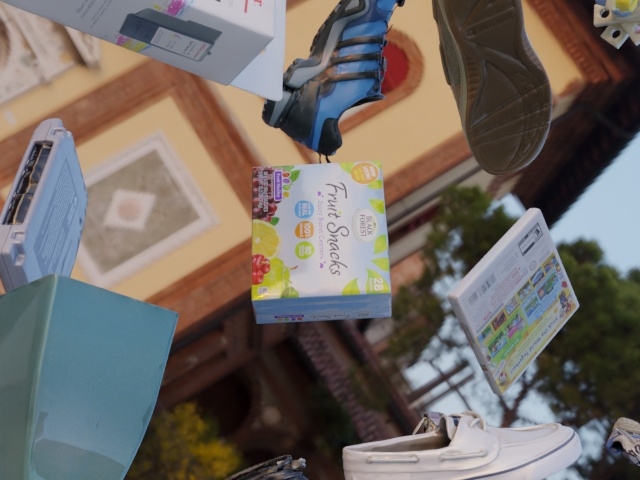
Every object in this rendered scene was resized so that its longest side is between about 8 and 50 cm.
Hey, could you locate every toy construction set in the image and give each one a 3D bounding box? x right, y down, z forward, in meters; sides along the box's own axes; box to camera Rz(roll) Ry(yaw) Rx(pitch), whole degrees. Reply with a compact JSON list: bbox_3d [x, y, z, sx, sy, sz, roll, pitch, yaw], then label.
[{"bbox_3d":[0.473,-0.388,1.616,0.151,0.215,0.328,23,2,19],"label":"toy construction set"}]

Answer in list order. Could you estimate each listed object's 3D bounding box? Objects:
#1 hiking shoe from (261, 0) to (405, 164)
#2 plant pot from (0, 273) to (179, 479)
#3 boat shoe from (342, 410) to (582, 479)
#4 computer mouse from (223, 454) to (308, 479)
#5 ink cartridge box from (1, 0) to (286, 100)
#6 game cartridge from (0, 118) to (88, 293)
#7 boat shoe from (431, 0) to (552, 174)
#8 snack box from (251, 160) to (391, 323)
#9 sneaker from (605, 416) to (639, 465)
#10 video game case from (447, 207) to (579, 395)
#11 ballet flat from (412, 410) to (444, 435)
[{"bbox_3d":[0.048,-0.255,1.565,0.132,0.304,0.113,38,-2,-6],"label":"hiking shoe"},{"bbox_3d":[-0.293,0.185,1.289,0.166,0.234,0.166,22,-24,-33],"label":"plant pot"},{"bbox_3d":[0.150,0.224,1.187,0.095,0.258,0.084,-167,-116,-79],"label":"boat shoe"},{"bbox_3d":[-0.067,0.308,1.096,0.272,0.189,0.072,64,0,-42],"label":"computer mouse"},{"bbox_3d":[-0.164,-0.315,1.271,0.119,0.354,0.207,-36,-135,48],"label":"ink cartridge box"},{"bbox_3d":[-0.417,-0.018,1.687,0.294,0.060,0.196,-84,169,-45],"label":"game cartridge"},{"bbox_3d":[0.218,-0.237,1.448,0.110,0.122,0.341,-112,-177,-50],"label":"boat shoe"},{"bbox_3d":[0.000,0.000,1.438,0.070,0.175,0.207,84,4,-58],"label":"snack box"},{"bbox_3d":[0.457,0.293,1.569,0.052,0.058,0.135,54,-23,-19],"label":"sneaker"},{"bbox_3d":[0.310,0.096,1.769,0.026,0.227,0.206,9,-46,49],"label":"video game case"},{"bbox_3d":[0.141,0.290,1.553,0.041,0.114,0.041,16,-18,5],"label":"ballet flat"}]
